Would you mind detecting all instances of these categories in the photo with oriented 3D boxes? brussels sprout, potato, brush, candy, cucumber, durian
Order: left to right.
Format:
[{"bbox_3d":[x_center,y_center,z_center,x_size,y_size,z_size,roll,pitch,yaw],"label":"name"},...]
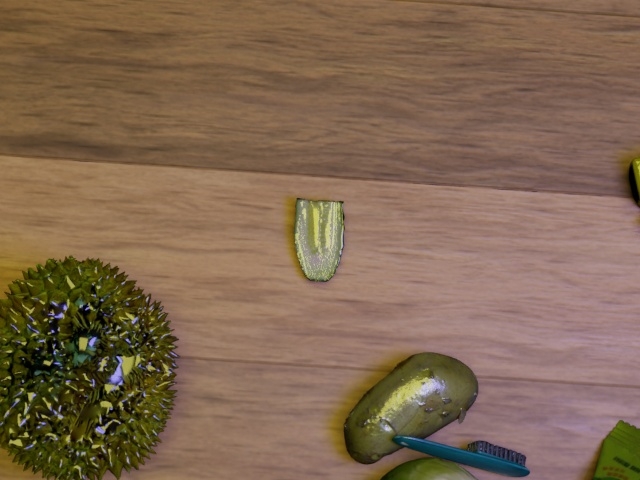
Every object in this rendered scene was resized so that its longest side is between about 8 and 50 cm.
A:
[{"bbox_3d":[-0.307,0.151,1.787,0.291,0.224,0.291,-8,113,-18],"label":"durian"},{"bbox_3d":[0.000,0.000,1.905,0.067,0.035,0.107,2,88,9],"label":"cucumber"},{"bbox_3d":[0.108,0.209,1.849,0.188,0.085,0.105,-37,105,-4],"label":"potato"},{"bbox_3d":[0.135,0.336,1.807,0.155,0.155,0.117,16,121,1],"label":"brussels sprout"},{"bbox_3d":[0.177,0.260,1.836,0.193,0.043,0.032,19,63,-19],"label":"brush"},{"bbox_3d":[0.363,0.350,1.818,0.069,0.149,0.246,34,82,-40],"label":"candy"}]

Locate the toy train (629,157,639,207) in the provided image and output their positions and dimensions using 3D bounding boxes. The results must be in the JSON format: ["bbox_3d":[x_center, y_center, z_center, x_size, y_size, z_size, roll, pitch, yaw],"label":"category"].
[{"bbox_3d":[0.474,-0.045,1.901,0.127,0.089,0.219,-12,81,7],"label":"toy train"}]
